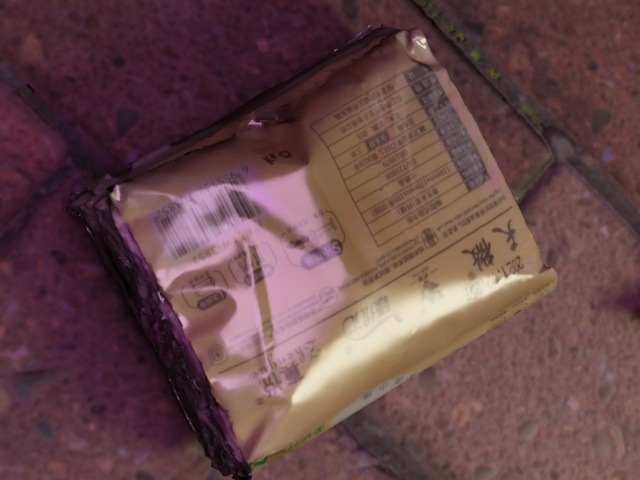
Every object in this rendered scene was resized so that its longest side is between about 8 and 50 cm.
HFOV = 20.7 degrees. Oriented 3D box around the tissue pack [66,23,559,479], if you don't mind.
[{"bbox_3d":[0.000,0.000,1.130,0.256,0.123,0.215,-30,96,-18],"label":"tissue pack"}]
